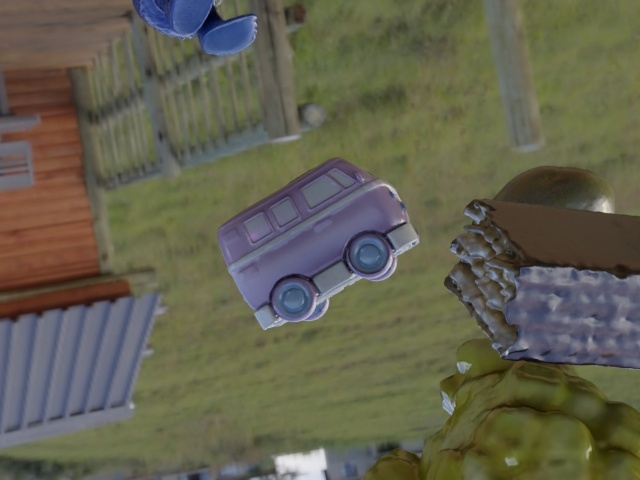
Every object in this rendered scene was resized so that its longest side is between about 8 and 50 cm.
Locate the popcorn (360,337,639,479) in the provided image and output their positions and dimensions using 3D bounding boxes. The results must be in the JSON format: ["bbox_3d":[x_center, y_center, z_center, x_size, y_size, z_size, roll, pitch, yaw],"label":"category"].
[{"bbox_3d":[0.153,0.213,0.701,0.293,0.237,0.293,32,170,6],"label":"popcorn"}]

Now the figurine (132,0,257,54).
[{"bbox_3d":[-0.170,-0.317,1.156,0.121,0.262,0.164,-29,132,8],"label":"figurine"}]

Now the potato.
[{"bbox_3d":[0.308,-0.018,1.411,0.178,0.160,0.235,4,156,-42],"label":"potato"}]

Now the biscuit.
[{"bbox_3d":[0.207,0.031,0.656,0.252,0.070,0.106,6,-157,-16],"label":"biscuit"}]

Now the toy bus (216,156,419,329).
[{"bbox_3d":[0.000,0.000,1.106,0.202,0.142,0.142,-30,173,4],"label":"toy bus"}]
